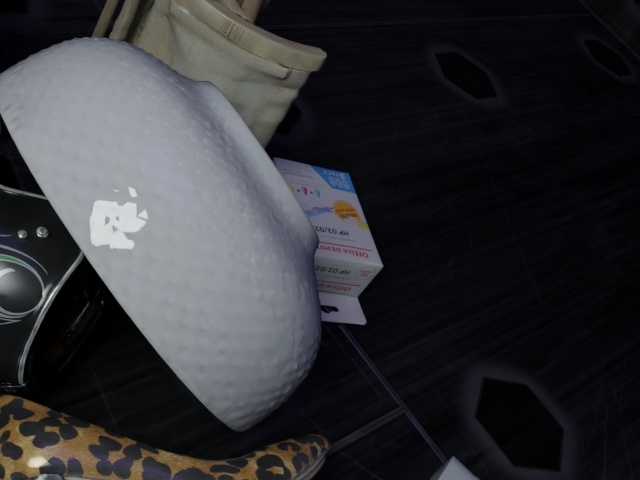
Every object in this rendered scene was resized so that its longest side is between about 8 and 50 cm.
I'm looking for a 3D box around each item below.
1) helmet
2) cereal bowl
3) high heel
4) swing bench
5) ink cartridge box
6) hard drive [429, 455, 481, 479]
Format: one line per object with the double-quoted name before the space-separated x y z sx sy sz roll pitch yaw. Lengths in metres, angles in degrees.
"helmet" -0.258 0.022 0.702 0.161 0.169 0.169 26 37 6
"cereal bowl" -0.103 -0.025 0.734 0.339 0.141 0.339 54 -4 5
"high heel" -0.121 0.158 0.722 0.261 0.093 0.186 -21 66 -42
"swing bench" -0.137 -0.185 0.939 0.165 0.253 0.255 14 42 -26
"ink cartridge box" 0.000 0.000 1.008 0.104 0.062 0.181 9 46 -31
"hard drive" 0.185 0.358 0.795 0.307 0.040 0.203 42 38 8
